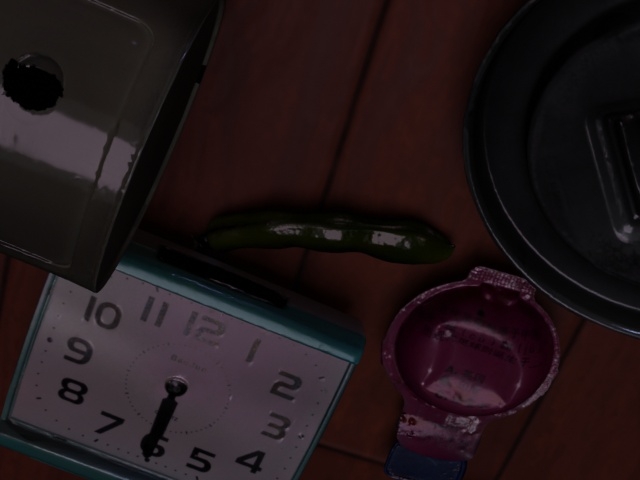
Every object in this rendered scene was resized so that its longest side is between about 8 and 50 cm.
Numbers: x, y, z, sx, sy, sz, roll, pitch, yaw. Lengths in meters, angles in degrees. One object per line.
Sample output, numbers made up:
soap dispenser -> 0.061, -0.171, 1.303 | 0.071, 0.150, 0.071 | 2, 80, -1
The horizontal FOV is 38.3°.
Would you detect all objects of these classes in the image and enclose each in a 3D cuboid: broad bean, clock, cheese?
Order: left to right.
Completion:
clock -> -0.122, 0.113, 0.812 | 0.262, 0.116, 0.231 | 22, 113, -7
broad bean -> -0.002, -0.003, 0.772 | 0.227, 0.039, 0.069 | 1, 151, 9
cheese -> 0.123, 0.127, 0.816 | 0.155, 0.062, 0.244 | 14, 119, -1
clock -> 0.255, -0.065, 0.646 | 0.313, 0.061, 0.312 | 14, 126, 20

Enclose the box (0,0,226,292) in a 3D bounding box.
box -> -0.177, -0.095, 0.634 | 0.149, 0.226, 0.226 | 22, 118, -7
